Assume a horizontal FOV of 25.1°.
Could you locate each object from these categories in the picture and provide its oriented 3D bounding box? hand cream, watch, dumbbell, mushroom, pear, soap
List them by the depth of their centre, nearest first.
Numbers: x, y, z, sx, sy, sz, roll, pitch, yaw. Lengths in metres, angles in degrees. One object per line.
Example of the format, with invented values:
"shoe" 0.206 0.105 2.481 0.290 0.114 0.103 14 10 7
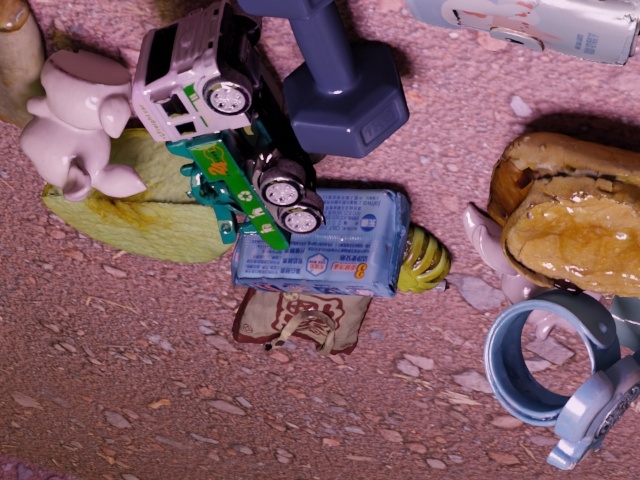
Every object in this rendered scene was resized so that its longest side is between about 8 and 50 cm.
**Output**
"dumbbell" -0.001 -0.240 1.658 0.160 0.144 0.325 7 148 24
"watch" 0.309 0.169 1.870 0.193 0.211 0.211 41 158 23
"mushroom" -0.433 -0.257 2.013 0.100 0.081 0.312 22 156 8
"soap" 0.000 0.000 2.039 0.293 0.156 0.077 4 164 31
"pear" -0.234 -0.056 2.139 0.288 0.139 0.239 3 149 19
"hand cream" 0.149 0.064 2.169 0.093 0.019 0.030 9 150 5

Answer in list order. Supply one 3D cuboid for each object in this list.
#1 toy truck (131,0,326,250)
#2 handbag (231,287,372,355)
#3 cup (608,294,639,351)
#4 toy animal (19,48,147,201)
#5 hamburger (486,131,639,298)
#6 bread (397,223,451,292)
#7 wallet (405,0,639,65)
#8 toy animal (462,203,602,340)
"toy truck" -0.106 -0.129 1.843 0.178 0.176 0.363 -11 137 16
"handbag" -0.015 0.088 2.222 0.213 0.127 0.235 12 131 -9
"cup" 0.501 0.116 1.914 0.235 0.148 0.134 26 149 11
"toy animal" -0.322 -0.154 1.971 0.178 0.127 0.193 27 115 37
"hamburger" 0.346 -0.033 1.768 0.285 0.134 0.265 12 147 6
"bread" 0.117 0.028 2.096 0.139 0.071 0.130 35 144 -20
"wallet" 0.214 -0.251 1.497 0.250 0.075 0.176 15 176 10
"toy animal" 0.271 0.050 1.973 0.221 0.104 0.131 28 122 -7
